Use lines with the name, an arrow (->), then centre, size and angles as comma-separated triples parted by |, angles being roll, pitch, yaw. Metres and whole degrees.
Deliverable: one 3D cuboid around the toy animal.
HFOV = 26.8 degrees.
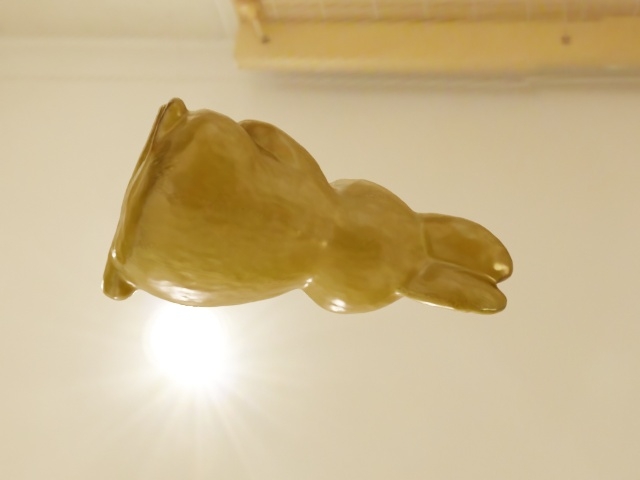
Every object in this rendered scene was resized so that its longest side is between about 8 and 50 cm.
toy animal -> -0.001, 0.003, 0.540 | 0.159, 0.070, 0.083 | 16, -91, -13
